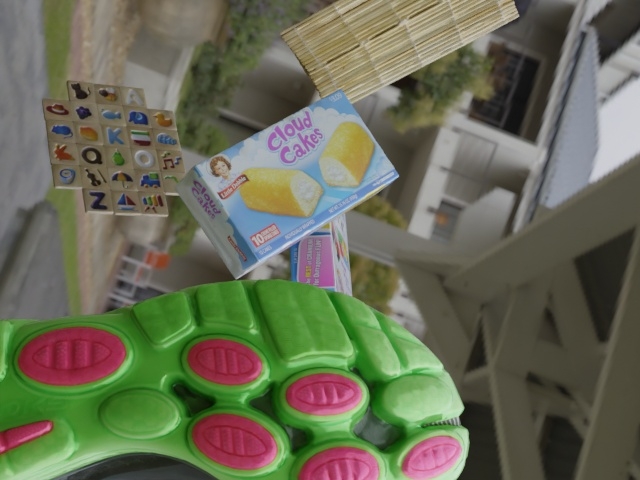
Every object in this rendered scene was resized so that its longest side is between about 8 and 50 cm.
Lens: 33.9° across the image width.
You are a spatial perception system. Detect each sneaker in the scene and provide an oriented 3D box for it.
[{"bbox_3d":[-0.123,0.141,0.858,0.202,0.483,0.185,84,7,-71],"label":"sneaker"}]

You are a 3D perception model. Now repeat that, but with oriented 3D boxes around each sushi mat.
[{"bbox_3d":[0.115,-0.312,1.512,0.317,0.151,0.019,-26,-155,12],"label":"sushi mat"}]

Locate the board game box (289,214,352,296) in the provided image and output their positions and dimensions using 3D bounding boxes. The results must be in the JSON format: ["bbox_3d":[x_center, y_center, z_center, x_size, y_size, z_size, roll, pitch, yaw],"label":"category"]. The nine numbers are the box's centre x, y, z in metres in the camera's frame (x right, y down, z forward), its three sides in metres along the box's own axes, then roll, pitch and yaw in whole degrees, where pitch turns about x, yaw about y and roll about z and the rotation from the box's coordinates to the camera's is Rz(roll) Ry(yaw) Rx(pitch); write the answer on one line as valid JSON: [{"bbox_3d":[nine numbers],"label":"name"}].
[{"bbox_3d":[0.000,0.000,1.655,0.242,0.064,0.316,71,13,-60],"label":"board game box"}]

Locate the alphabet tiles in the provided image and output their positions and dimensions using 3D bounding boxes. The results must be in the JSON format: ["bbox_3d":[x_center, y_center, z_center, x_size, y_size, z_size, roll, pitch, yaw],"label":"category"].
[{"bbox_3d":[-0.426,-0.194,2.192,0.011,0.285,0.342,-54,-137,47],"label":"alphabet tiles"}]

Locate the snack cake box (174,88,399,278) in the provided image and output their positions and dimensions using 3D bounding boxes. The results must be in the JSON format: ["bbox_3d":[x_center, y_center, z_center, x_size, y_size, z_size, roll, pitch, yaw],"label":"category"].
[{"bbox_3d":[-0.042,-0.080,1.427,0.264,0.152,0.089,-32,178,-31],"label":"snack cake box"}]
